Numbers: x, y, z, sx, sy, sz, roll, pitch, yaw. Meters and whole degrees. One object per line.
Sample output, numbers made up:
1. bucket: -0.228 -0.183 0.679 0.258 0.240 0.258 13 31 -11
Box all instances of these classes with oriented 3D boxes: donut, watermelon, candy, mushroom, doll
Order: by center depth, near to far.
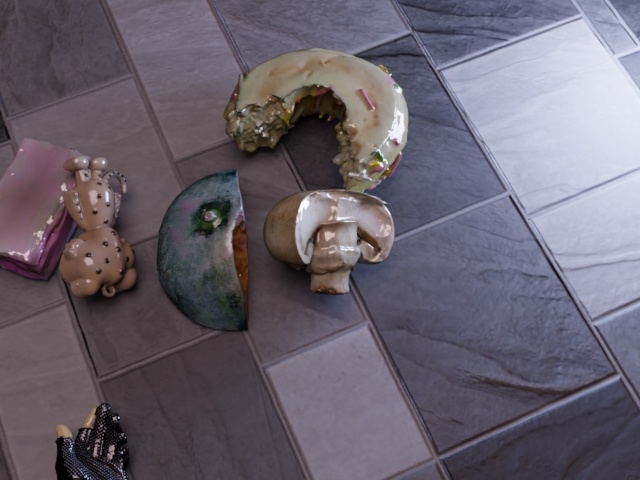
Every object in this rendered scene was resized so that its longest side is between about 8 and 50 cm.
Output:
1. watermelon: -0.233 0.004 1.711 0.188 0.175 0.322 -8 64 -5
2. mushroom: 0.000 0.000 1.711 0.253 0.189 0.195 0 93 -31
3. doll: -0.430 -0.025 1.724 0.119 0.154 0.278 -17 71 39
4. candy: -0.566 -0.062 1.778 0.155 0.116 0.265 16 64 10
5. donut: 0.007 -0.255 1.836 0.371 0.150 0.307 23 60 14

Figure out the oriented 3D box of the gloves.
1. gloves: -0.403 0.379 1.588 0.129 0.106 0.181 -4 36 -3
